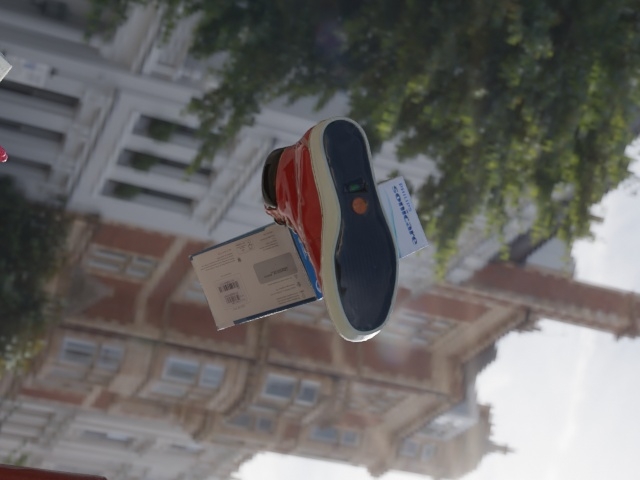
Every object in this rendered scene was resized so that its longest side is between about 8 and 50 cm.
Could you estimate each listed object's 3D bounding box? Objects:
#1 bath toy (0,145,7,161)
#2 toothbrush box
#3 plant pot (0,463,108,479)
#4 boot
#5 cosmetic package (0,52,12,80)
[{"bbox_3d":[-0.644,-0.063,2.036,0.151,0.129,0.348,-42,-156,60],"label":"bath toy"},{"bbox_3d":[-0.013,0.015,1.832,0.216,0.295,0.126,-19,-86,40],"label":"toothbrush box"},{"bbox_3d":[-0.373,0.359,1.332,0.272,0.265,0.272,-174,-90,-72],"label":"plant pot"},{"bbox_3d":[0.000,0.000,1.361,0.176,0.088,0.244,-23,-106,57],"label":"boot"},{"bbox_3d":[-0.596,-0.185,1.664,0.309,0.160,0.113,-52,167,-6],"label":"cosmetic package"}]
